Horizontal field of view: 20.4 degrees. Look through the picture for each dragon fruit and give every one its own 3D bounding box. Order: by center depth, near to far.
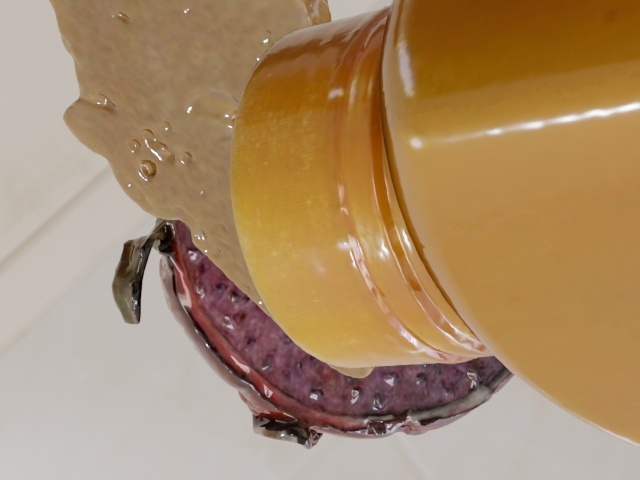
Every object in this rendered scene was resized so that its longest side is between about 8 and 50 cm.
[{"bbox_3d":[0.004,-0.001,0.951,0.218,0.224,0.148,40,166,-14],"label":"dragon fruit"}]

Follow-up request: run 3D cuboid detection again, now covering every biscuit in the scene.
[{"bbox_3d":[-0.037,-0.048,0.724,0.162,0.035,0.250,-7,118,47],"label":"biscuit"}]

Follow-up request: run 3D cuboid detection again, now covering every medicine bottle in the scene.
[{"bbox_3d":[0.093,-0.025,0.453,0.222,0.112,0.149,-8,136,36],"label":"medicine bottle"}]
